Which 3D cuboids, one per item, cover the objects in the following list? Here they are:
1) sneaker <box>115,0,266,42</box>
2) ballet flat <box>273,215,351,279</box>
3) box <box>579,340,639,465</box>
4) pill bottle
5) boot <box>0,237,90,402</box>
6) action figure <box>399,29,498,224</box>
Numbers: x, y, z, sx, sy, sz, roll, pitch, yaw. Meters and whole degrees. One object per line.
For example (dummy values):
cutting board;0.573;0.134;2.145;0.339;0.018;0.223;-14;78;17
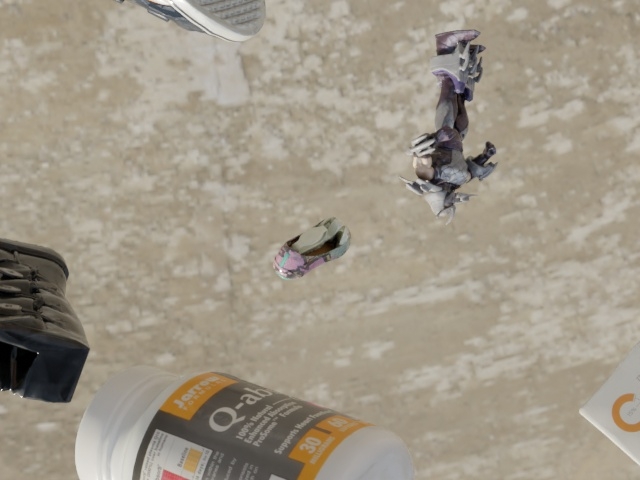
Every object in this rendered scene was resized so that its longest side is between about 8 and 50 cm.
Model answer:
sneaker;-0.217;-0.353;1.372;0.321;0.126;0.127;38;146;-22
ballet flat;0.000;0.000;1.946;0.221;0.077;0.079;-31;157;-49
box;0.544;0.263;1.408;0.215;0.345;0.168;-50;149;5
pill bottle;-0.071;0.206;0.965;0.278;0.162;0.162;14;164;33
boot;-0.561;0.108;1.717;0.367;0.445;0.146;3;109;-17
action figure;0.198;-0.165;1.663;0.099;0.285;0.185;2;174;30
